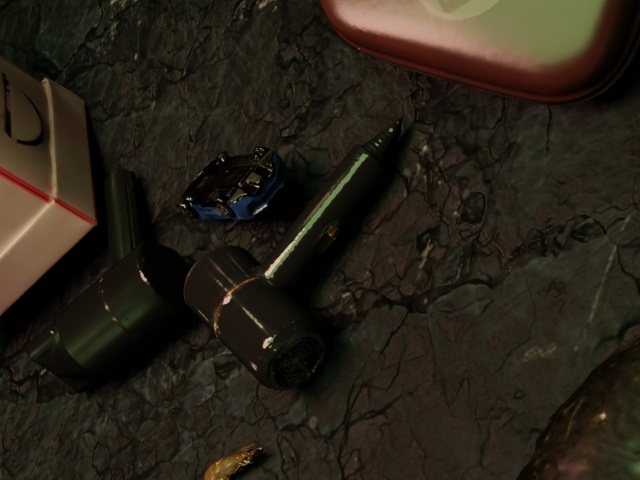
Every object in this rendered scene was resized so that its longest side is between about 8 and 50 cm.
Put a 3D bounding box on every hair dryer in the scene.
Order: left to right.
[{"bbox_3d":[-0.297,0.042,1.888,0.244,0.116,0.302,-36,43,25],"label":"hair dryer"},{"bbox_3d":[0.000,0.000,1.650,0.352,0.107,0.189,-51,51,6],"label":"hair dryer"}]

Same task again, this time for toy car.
[{"bbox_3d":[-0.114,-0.065,1.760,0.103,0.063,0.216,-52,20,-18],"label":"toy car"}]

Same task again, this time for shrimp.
[{"bbox_3d":[-0.101,0.298,1.665,0.114,0.023,0.083,-38,56,30],"label":"shrimp"}]

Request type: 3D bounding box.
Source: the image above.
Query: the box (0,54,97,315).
[{"bbox_3d":[-0.537,-0.090,1.954,0.312,0.300,0.314,-41,38,20],"label":"box"}]

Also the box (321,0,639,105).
[{"bbox_3d":[0.185,-0.304,1.533,0.404,0.108,0.263,20,95,29],"label":"box"}]

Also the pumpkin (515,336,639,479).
[{"bbox_3d":[0.362,0.268,1.071,0.454,0.344,0.454,-16,53,22],"label":"pumpkin"}]
